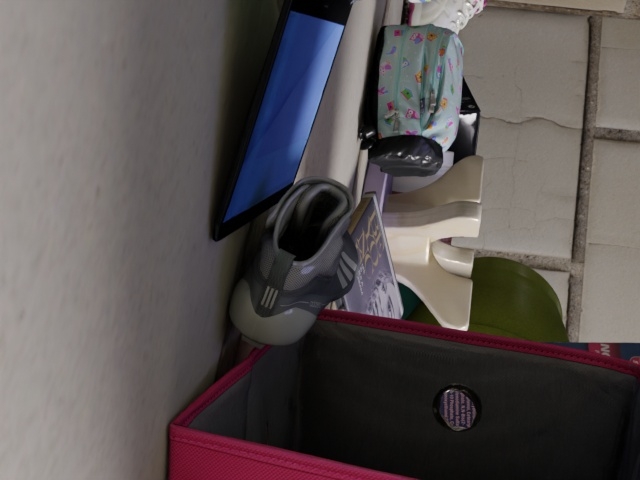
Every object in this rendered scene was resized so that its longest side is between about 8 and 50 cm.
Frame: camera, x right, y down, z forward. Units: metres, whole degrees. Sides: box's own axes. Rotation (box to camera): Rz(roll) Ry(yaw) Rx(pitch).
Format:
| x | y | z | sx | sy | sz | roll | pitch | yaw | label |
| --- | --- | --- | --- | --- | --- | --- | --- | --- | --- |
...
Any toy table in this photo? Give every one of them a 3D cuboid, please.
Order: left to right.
| x | y | z | sx | sy | sz | roll | pitch | yaw | label |
| --- | --- | --- | --- | --- | --- | --- | --- | --- | --- |
| 0.135 | 0.000 | 1.468 | 0.252 | 0.161 | 0.274 | 53 | 44 | -79 | toy table |

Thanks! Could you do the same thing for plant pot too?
| x | y | z | sx | sy | sz | roll | pitch | yaw | label |
| --- | --- | --- | --- | --- | --- | --- | --- | --- | --- |
| 0.261 | 0.214 | 1.729 | 0.353 | 0.367 | 0.366 | -64 | 160 | -55 | plant pot |

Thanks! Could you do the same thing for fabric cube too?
| x | y | z | sx | sy | sz | roll | pitch | yaw | label |
| --- | --- | --- | --- | --- | --- | --- | --- | --- | --- |
| 0.061 | 0.213 | 0.672 | 0.259 | 0.254 | 0.258 | -36 | 133 | -70 | fabric cube |

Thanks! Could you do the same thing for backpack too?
| x | y | z | sx | sy | sz | roll | pitch | yaw | label |
| --- | --- | --- | --- | --- | --- | --- | --- | --- | --- |
| 0.115 | -0.176 | 1.314 | 0.152 | 0.115 | 0.181 | 36 | 59 | -78 | backpack |

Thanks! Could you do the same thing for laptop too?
| x | y | z | sx | sy | sz | roll | pitch | yaw | label |
| --- | --- | --- | --- | --- | --- | --- | --- | --- | --- |
| 0.060 | -0.116 | 0.674 | 0.234 | 0.265 | 0.136 | -49 | 122 | -77 | laptop |

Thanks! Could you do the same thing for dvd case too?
| x | y | z | sx | sy | sz | roll | pitch | yaw | label |
| --- | --- | --- | --- | --- | --- | --- | --- | --- | --- |
| 0.056 | 0.055 | 1.231 | 0.221 | 0.018 | 0.164 | -59 | 137 | -64 | dvd case |

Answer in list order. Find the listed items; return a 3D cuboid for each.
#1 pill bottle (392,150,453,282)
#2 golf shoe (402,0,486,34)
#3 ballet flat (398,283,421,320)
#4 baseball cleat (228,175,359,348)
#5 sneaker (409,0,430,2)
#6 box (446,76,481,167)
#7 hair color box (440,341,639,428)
| x | y | z | sx | sy | sz | roll | pitch | yaw | label |
| --- | --- | --- | --- | --- | --- | --- | --- | --- | --- |
| 0.157 | -0.042 | 1.724 | 0.121 | 0.121 | 0.216 | -36 | 134 | -80 | pill bottle |
| 0.205 | -0.381 | 1.694 | 0.115 | 0.140 | 0.306 | 71 | 29 | -77 | golf shoe |
| 0.137 | 0.053 | 1.865 | 0.086 | 0.086 | 0.248 | -64 | 159 | -67 | ballet flat |
| 0.000 | 0.000 | 0.728 | 0.109 | 0.072 | 0.206 | -64 | 180 | 23 | baseball cleat |
| 0.143 | -0.412 | 1.546 | 0.053 | 0.059 | 0.144 | 14 | 65 | -52 | sneaker |
| 0.212 | -0.161 | 1.942 | 0.184 | 0.103 | 0.261 | -96 | -173 | -56 | box |
| 0.147 | 0.167 | 0.976 | 0.174 | 0.348 | 0.105 | 80 | 11 | -65 | hair color box |
